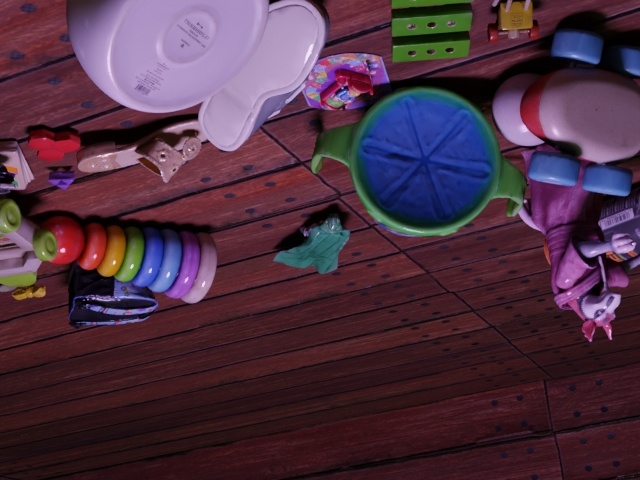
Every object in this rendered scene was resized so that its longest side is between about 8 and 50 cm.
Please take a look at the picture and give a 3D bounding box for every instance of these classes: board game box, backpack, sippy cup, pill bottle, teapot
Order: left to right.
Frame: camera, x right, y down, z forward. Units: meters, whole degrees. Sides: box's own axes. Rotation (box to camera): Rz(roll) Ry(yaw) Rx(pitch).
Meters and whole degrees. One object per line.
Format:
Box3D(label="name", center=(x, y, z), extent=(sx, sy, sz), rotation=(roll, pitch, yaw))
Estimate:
Box3D(label="backpack", center=(-0.420, 0.106, 2.317), extent=(0.173, 0.116, 0.158), rotation=(2, 156, -17))
Box3D(label="teapot", center=(-0.194, -0.287, 1.337), extent=(0.253, 0.187, 0.256), rotation=(-22, 143, -27))
Box3D(label="board game box", center=(0.038, -0.226, 1.728), extent=(0.133, 0.033, 0.168), rotation=(-10, 157, 8))
Box3D(label="sippy cup", center=(0.156, -0.105, 1.827), extent=(0.240, 0.305, 0.224), rotation=(-42, 173, -8))
Box3D(label="pill bottle", center=(0.566, -0.011, 2.261), extent=(0.130, 0.130, 0.246), rotation=(15, 150, -42))

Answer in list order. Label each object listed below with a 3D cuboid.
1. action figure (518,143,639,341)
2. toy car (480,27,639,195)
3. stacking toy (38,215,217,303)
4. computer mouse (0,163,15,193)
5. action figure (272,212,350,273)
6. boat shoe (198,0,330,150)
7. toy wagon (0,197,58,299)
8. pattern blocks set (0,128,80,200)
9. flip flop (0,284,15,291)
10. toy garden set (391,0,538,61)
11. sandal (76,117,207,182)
Box3D(label="action figure", center=(0.418, -0.004, 1.922), extent=(0.276, 0.370, 0.248), rotation=(-13, 155, 26))
Box3D(label="toy car", center=(0.355, -0.195, 1.739), extent=(0.210, 0.219, 0.238), rotation=(8, -177, -32))
Box3D(label="stacking toy", center=(-0.366, 0.021, 2.129), extent=(0.330, 0.141, 0.141), rotation=(14, 151, -28))
Box3D(label="computer mouse", center=(-0.550, -0.142, 1.675), extent=(0.189, 0.072, 0.272), rotation=(5, 146, -9))
Box3D(label="action figure", center=(0.000, 0.000, 2.233), extent=(0.137, 0.063, 0.232), rotation=(3, 160, -16))
Box3D(label="boat shoe", center=(-0.071, -0.247, 1.610), extent=(0.099, 0.116, 0.319), rotation=(-44, 179, -41))
Box3D(label="toy wagon", center=(-0.594, 0.010, 1.985), extent=(0.267, 0.068, 0.344), rotation=(-8, 154, 18))
Box3D(label="pattern blocks set", center=(-0.562, -0.119, 1.845), extent=(0.325, 0.026, 0.285), rotation=(1, 156, -17))
Box3D(label="flip flop", center=(-0.620, 0.044, 2.163), extent=(0.112, 0.080, 0.277), rotation=(0, 157, -15))
Box3D(label="toy garden set", center=(0.193, -0.327, 1.504), extent=(0.204, 0.049, 0.244), rotation=(-4, 157, 1))
Box3D(label="sandal", center=(-0.263, -0.124, 1.806), extent=(0.240, 0.079, 0.088), rotation=(-13, 161, 1))
